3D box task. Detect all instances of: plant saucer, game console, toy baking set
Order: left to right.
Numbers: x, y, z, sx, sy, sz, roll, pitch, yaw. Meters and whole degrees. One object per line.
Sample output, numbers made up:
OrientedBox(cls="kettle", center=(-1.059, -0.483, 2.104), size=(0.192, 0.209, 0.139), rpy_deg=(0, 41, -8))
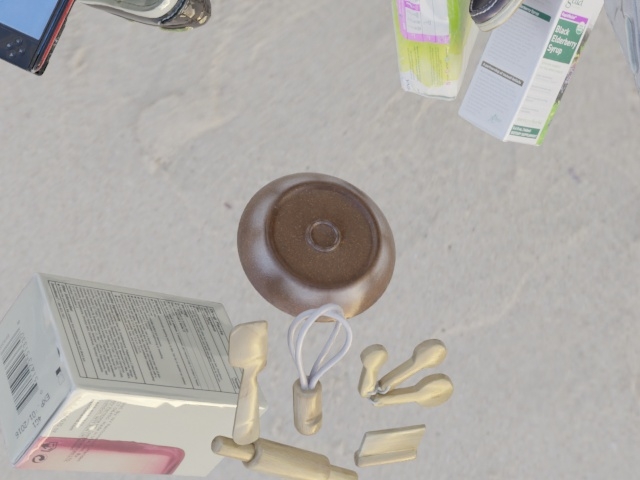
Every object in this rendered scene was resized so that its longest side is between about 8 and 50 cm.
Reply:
OrientedBox(cls="game console", center=(-0.264, -0.233, 1.118), size=(0.124, 0.085, 0.144), rpy_deg=(25, 88, 15))
OrientedBox(cls="plant saucer", center=(0.000, 0.000, 1.452), size=(0.198, 0.199, 0.036), rpy_deg=(28, 153, -1))
OrientedBox(cls="toy baking set", center=(0.001, 0.136, 1.045), size=(0.256, 0.030, 0.197), rpy_deg=(18, 121, -33))

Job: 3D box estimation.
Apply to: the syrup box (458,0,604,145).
OrientedBox(cls="syrup box", center=(0.293, -0.259, 1.675), size=(0.096, 0.093, 0.237), rpy_deg=(37, 113, 38))

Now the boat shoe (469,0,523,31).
OrientedBox(cls="boat shoe", center=(0.244, -0.408, 1.573), size=(0.092, 0.285, 0.103), rpy_deg=(30, 166, -27))

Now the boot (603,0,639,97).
OrientedBox(cls="boot", center=(0.258, -0.124, 0.842), size=(0.095, 0.123, 0.258), rpy_deg=(-8, 99, -3))

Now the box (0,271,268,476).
OrientedBox(cls="box", center=(-0.195, 0.139, 1.204), size=(0.232, 0.149, 0.127), rpy_deg=(14, 127, -42))

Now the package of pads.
OrientedBox(cls="package of pads", center=(0.183, -0.373, 1.782), size=(0.101, 0.229, 0.296), rpy_deg=(13, 155, 15))

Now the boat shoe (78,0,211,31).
OrientedBox(cls="boat shoe", center=(-0.201, -0.267, 1.260), size=(0.227, 0.068, 0.081), rpy_deg=(31, 94, 42))
